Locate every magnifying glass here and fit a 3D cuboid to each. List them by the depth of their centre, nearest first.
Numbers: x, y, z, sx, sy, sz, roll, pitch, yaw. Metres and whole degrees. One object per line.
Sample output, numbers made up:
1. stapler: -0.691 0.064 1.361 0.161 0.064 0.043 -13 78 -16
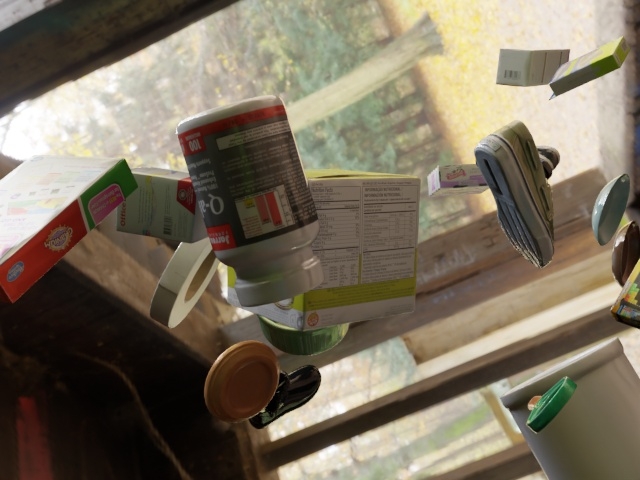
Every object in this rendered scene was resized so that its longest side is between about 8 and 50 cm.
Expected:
1. magnifying glass: 0.341 0.249 1.115 0.026 0.092 0.231 39 176 17

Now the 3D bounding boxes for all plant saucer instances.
1. plant saucer: -0.171 0.329 1.682 0.037 0.200 0.200 21 149 47
2. plant saucer: 0.741 -0.083 1.892 0.037 0.195 0.195 23 159 36
3. plant saucer: 0.843 0.042 2.029 0.199 0.036 0.198 -8 -79 -52

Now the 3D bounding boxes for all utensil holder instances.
1. utensil holder: 0.674 0.478 1.775 0.385 0.328 0.327 62 -173 16

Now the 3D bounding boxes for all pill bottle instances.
1. pill bottle: -0.121 -0.073 1.379 0.210 0.210 0.362 -59 -47 -80

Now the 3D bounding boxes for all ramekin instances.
1. ramekin: -0.048 0.194 2.171 0.303 0.304 0.148 -106 8 -45

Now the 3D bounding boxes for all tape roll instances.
1. tape roll: -0.390 0.087 2.245 0.072 0.392 0.392 30 -173 4

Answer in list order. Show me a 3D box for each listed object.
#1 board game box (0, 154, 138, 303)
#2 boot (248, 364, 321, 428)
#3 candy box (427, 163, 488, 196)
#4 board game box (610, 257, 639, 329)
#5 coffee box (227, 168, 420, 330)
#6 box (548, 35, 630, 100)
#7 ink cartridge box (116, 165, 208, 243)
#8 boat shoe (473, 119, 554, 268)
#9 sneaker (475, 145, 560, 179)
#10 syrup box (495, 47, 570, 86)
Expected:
1. board game box: -0.503 -0.034 1.246 0.316 0.242 0.064 -54 -42 -40
2. boot: -0.090 0.391 1.932 0.094 0.246 0.207 50 158 18
3. candy box: 0.415 -0.179 2.177 0.196 0.165 0.070 93 174 -86
4. board game box: 0.627 0.090 1.315 0.141 0.170 0.048 22 165 47
5. coffee box: 0.000 0.000 1.752 0.338 0.338 0.334 11 103 52
6. box: 0.601 -0.389 1.666 0.042 0.178 0.109 54 -133 -14
7. ink cartridge box: -0.314 -0.077 1.515 0.127 0.176 0.128 -36 -46 -71
8. boat shoe: 0.367 -0.074 1.294 0.109 0.094 0.302 42 167 53
9. sneaker: 0.461 -0.183 1.792 0.121 0.217 0.079 -47 -53 -40
10. syrup box: 0.568 -0.463 1.949 0.237 0.093 0.096 -16 -65 -46
